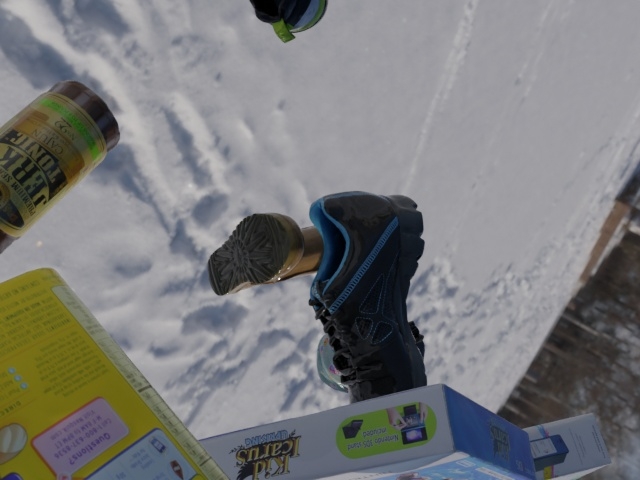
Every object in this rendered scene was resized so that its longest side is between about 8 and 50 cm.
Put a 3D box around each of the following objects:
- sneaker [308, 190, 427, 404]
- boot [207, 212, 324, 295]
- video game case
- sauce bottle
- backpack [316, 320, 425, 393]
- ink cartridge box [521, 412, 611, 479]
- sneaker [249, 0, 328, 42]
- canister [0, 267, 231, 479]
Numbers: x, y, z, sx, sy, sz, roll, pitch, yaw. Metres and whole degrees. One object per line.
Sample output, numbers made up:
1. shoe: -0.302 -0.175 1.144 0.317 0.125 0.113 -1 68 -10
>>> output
1. sneaker: 0.044 0.106 1.049 0.125 0.139 0.341 -24 -117 57
2. boot: 0.000 0.000 1.209 0.269 0.089 0.236 -11 174 -34
3. video game case: 0.055 0.217 0.824 0.269 0.244 0.061 36 42 -55
4. sauce bottle: -0.373 -0.047 0.976 0.344 0.111 0.111 -54 165 -33
5. backpack: 0.085 0.202 1.425 0.115 0.182 0.152 -33 -133 39
6. ink cartridge box: 0.356 0.376 1.456 0.212 0.093 0.154 -6 154 -17
7. sneaker: -0.054 -0.294 0.756 0.084 0.235 0.097 -18 -173 26
8. canister: -0.099 0.103 0.326 0.073 0.170 0.126 -48 170 37
